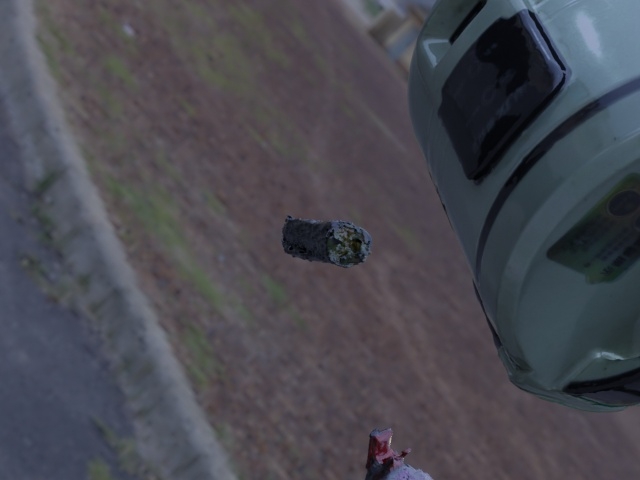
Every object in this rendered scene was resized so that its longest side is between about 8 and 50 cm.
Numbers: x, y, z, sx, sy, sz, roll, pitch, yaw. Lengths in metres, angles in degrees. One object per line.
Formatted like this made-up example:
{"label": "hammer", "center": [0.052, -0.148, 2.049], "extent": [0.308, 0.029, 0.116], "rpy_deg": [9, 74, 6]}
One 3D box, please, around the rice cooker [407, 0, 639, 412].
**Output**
{"label": "rice cooker", "center": [0.162, -0.039, 0.820], "extent": [0.226, 0.226, 0.244], "rpy_deg": [40, 22, -45]}

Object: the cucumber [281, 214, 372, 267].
{"label": "cucumber", "center": [0.000, 0.000, 1.741], "extent": [0.053, 0.053, 0.181], "rpy_deg": [45, -13, -19]}

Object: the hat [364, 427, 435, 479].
{"label": "hat", "center": [0.098, 0.276, 1.291], "extent": [0.227, 0.140, 0.129], "rpy_deg": [45, 23, 27]}
